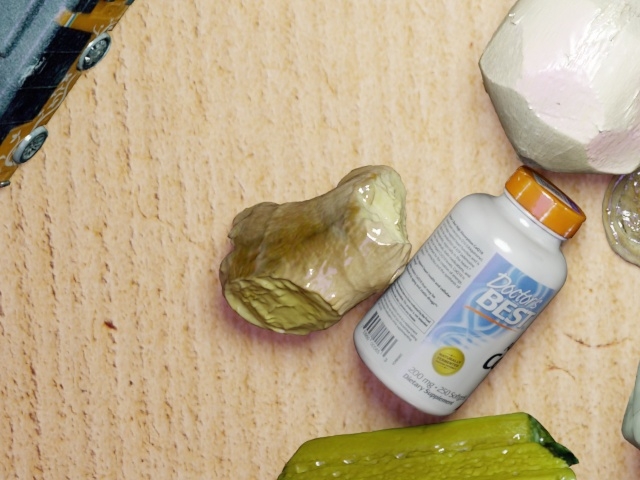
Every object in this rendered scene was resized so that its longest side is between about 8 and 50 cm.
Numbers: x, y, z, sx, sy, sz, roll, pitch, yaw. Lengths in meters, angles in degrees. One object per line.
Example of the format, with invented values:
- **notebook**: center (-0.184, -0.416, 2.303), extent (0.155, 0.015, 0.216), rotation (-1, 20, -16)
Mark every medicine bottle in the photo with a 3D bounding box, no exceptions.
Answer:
- **medicine bottle**: center (0.179, 0.052, 1.667), extent (0.157, 0.157, 0.289), rotation (40, 106, 6)

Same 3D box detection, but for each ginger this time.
- **ginger**: center (0.000, 0.000, 1.713), extent (0.275, 0.130, 0.221), rotation (8, 64, 42)

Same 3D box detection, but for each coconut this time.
- **coconut**: center (0.285, -0.181, 1.573), extent (0.227, 0.227, 0.230), rotation (37, 98, 7)

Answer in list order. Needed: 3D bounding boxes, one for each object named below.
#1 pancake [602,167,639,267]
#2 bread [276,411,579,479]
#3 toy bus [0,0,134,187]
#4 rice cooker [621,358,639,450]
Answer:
- **pancake**: center (0.401, -0.033, 1.666), extent (0.151, 0.025, 0.152), rotation (2, 97, 16)
- **bread**: center (0.123, 0.338, 1.685), extent (0.376, 0.251, 0.208), rotation (-7, 112, 13)
- **toy bus**: center (-0.386, -0.227, 1.759), extent (0.162, 0.194, 0.323), rotation (40, 106, 8)
- **rice cooker**: center (0.478, 0.162, 1.544), extent (0.277, 0.288, 0.288), rotation (33, 104, 7)
